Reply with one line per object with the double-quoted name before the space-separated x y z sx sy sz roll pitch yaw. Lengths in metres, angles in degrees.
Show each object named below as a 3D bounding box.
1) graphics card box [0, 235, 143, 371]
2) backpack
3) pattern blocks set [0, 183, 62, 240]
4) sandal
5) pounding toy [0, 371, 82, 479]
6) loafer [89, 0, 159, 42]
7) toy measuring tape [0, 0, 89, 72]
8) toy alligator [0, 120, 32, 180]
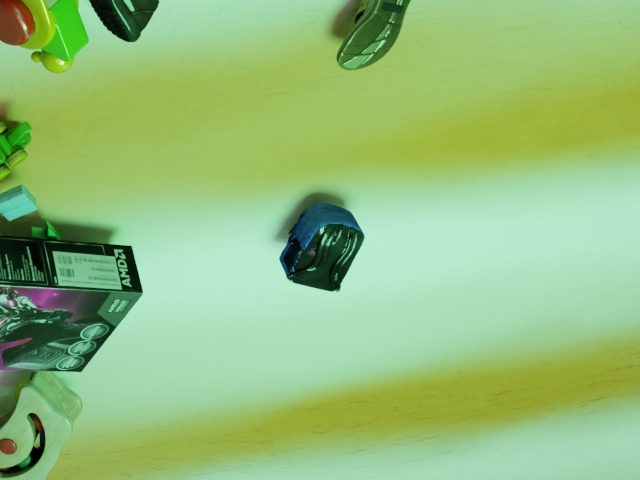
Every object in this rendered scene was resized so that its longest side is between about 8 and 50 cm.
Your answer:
"graphics card box" -0.465 0.090 2.095 0.371 0.094 0.233 5 143 -36
"backpack" 0.000 0.000 2.228 0.098 0.101 0.120 11 126 -33
"pattern blocks set" -0.527 0.023 2.069 0.325 0.026 0.285 -16 150 -3
"sandal" 0.076 -0.307 1.982 0.072 0.049 0.180 11 115 -38
"pounding toy" -0.485 0.306 2.383 0.154 0.155 0.269 27 115 -6
"loafer" -0.260 -0.342 1.799 0.078 0.080 0.220 -47 141 -20
"toy measuring tape" -0.362 -0.335 1.736 0.121 0.121 0.330 -18 131 -3
"toy alligator" -0.440 -0.105 1.988 0.190 0.056 0.051 -37 180 27
